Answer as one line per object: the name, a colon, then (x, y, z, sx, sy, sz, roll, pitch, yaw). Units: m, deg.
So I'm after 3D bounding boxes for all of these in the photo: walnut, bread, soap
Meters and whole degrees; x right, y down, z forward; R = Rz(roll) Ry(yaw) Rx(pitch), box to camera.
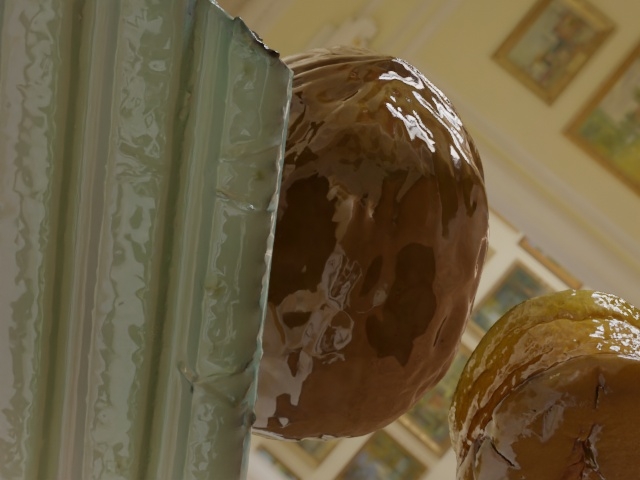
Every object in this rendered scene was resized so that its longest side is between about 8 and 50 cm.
walnut: (0.000, 0.000, 1.381, 0.308, 0.354, 0.398, 8, -67, -28)
bread: (0.205, 0.168, 1.168, 0.143, 0.195, 0.270, -98, 12, -48)
soap: (-0.162, -0.018, 0.968, 0.156, 0.261, 0.446, -95, 11, -69)
